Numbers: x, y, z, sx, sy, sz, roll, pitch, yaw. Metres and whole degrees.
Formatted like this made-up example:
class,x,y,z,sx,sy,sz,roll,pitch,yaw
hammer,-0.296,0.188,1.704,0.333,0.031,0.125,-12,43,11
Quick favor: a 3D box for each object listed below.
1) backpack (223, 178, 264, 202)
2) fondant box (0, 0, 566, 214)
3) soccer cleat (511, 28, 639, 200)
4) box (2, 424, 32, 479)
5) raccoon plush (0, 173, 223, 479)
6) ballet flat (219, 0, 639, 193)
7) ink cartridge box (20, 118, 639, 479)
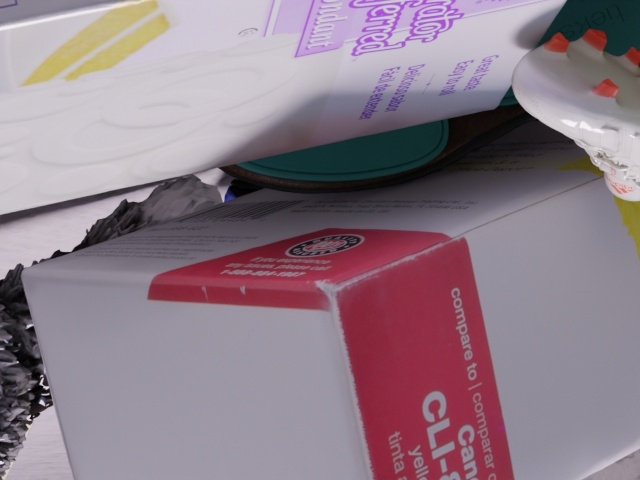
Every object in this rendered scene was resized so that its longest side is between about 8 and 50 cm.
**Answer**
class,x,y,z,sx,sy,sz,roll,pitch,yaw
backpack,0.000,0.000,1.320,0.120,0.098,0.101,-19,145,-30
fondant box,-0.060,-0.106,0.854,0.330,0.096,0.238,-14,166,-12
soccer cleat,0.152,-0.052,0.946,0.196,0.068,0.076,2,129,-49
box,-0.372,0.189,1.439,0.243,0.117,0.213,0,124,-51
raccoon plush,-0.268,0.066,1.131,0.446,0.216,0.299,-44,175,-4
ballet flat,0.068,-0.086,1.094,0.280,0.095,0.096,-14,179,-4
ink cartridge box,0.073,0.038,1.120,0.385,0.160,0.279,-21,-167,-37
